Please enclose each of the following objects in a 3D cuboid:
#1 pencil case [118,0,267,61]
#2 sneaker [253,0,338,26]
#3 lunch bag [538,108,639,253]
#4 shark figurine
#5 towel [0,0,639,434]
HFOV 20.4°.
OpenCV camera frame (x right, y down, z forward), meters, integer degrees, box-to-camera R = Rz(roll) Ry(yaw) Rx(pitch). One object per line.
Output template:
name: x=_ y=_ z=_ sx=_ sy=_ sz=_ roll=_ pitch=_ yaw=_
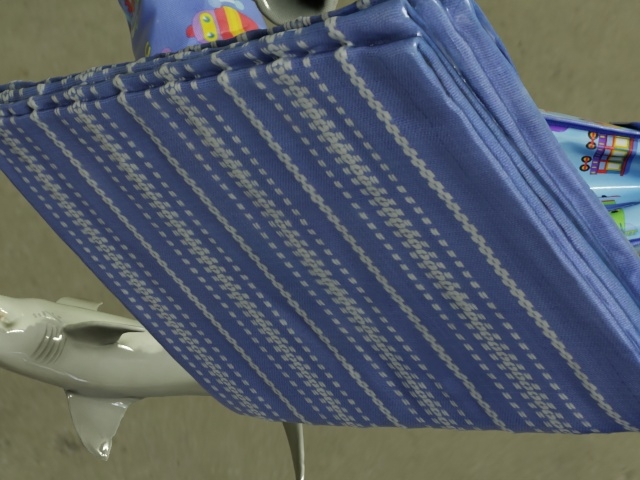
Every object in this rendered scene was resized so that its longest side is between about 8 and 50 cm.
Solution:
pencil case: x=-0.128 y=-0.217 z=1.519 sx=0.119 sy=0.133 sz=0.306 roll=-12 pitch=59 yaw=-19
sneaker: x=-0.012 y=-0.162 z=0.872 sx=0.099 sy=0.262 sz=0.121 roll=-8 pitch=94 yaw=18
lunch bag: x=0.251 y=-0.039 z=1.392 sx=0.293 sy=0.221 sz=0.138 roll=-1 pitch=91 yaw=1
shark figurine: x=-0.128 y=0.111 z=1.292 sx=0.278 sy=0.166 sz=0.116 roll=13 pitch=93 yaw=10
towel: x=0.000 y=0.000 z=0.814 sx=0.243 sy=0.336 sz=0.040 roll=51 pitch=57 yaw=-26
